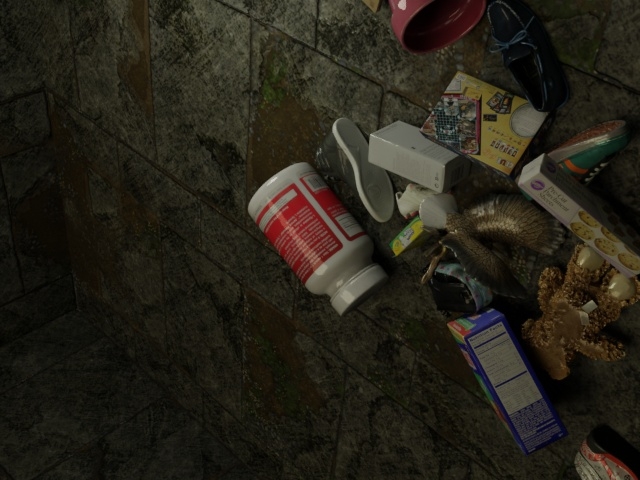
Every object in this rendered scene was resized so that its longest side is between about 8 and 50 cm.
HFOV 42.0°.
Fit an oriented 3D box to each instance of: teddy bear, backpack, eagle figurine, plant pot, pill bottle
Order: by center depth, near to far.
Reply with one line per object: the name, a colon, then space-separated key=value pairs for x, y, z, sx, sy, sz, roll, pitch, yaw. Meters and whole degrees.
plant pot: x=0.222 y=-0.526 z=1.759 sx=0.180 sy=0.201 sz=0.201 roll=65 pitch=147 yaw=20
teddy bear: x=0.585 y=0.156 z=1.868 sx=0.245 sy=0.113 sz=0.338 roll=24 pitch=123 yaw=30
eagle figurine: x=0.380 y=0.004 z=1.922 sx=0.298 sy=0.225 sz=0.226 roll=7 pitch=98 yaw=60
backpack: x=0.352 y=0.114 z=2.079 sx=0.152 sy=0.115 sz=0.182 roll=60 pitch=158 yaw=-17
pill bottle: x=0.000 y=0.000 z=2.331 sx=0.408 sy=0.229 sz=0.229 roll=52 pitch=143 yaw=12

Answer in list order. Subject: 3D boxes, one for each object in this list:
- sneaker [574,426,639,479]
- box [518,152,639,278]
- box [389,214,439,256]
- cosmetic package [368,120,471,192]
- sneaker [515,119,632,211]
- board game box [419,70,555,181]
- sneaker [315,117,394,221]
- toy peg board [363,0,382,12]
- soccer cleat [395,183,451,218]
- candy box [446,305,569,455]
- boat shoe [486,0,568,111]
sneaker: x=0.727 y=0.578 z=1.981 sx=0.270 sy=0.090 sz=0.145 roll=44 pitch=142 yaw=27
box: x=0.540 y=-0.046 z=1.685 sx=0.324 sy=0.063 sz=0.067 roll=38 pitch=139 yaw=-13
box: x=0.251 y=-0.019 z=2.124 sx=0.043 sy=0.105 sz=0.179 roll=59 pitch=145 yaw=16
cosmetic package: x=0.238 y=-0.205 z=2.007 sx=0.231 sy=0.117 sz=0.086 roll=28 pitch=133 yaw=34
sneaker: x=0.532 y=-0.148 z=1.715 sx=0.121 sy=0.108 sz=0.302 roll=56 pitch=148 yaw=-3
board game box: x=0.357 y=-0.251 z=1.808 sx=0.243 sy=0.165 sz=0.042 roll=33 pitch=180 yaw=33
sneaker: x=0.090 y=-0.168 z=2.226 sx=0.147 sy=0.104 sz=0.296 roll=-36 pitch=79 yaw=55
toy peg board: x=0.117 y=-0.640 z=1.905 sx=0.161 sy=0.079 sz=0.161 roll=50 pitch=158 yaw=15
soccer cleat: x=0.253 y=-0.115 z=2.094 sx=0.196 sy=0.068 sz=0.076 roll=-29 pitch=87 yaw=57
candy box: x=0.444 y=0.324 z=2.012 sx=0.317 sy=0.122 sz=0.268 roll=62 pitch=-178 yaw=0
boat shoe: x=0.417 y=-0.382 z=1.695 sx=0.258 sy=0.089 sz=0.109 roll=56 pitch=143 yaw=6
